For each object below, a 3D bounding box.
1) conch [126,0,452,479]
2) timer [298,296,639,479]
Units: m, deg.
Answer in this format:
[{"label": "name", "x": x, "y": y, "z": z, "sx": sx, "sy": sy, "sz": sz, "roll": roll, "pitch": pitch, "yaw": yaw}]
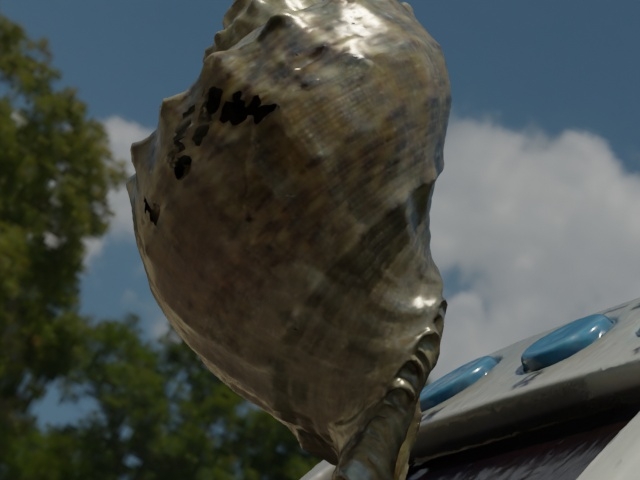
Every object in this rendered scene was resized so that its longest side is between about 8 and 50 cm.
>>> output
[{"label": "conch", "x": 0.000, "y": 0.000, "z": 0.553, "sx": 0.130, "sy": 0.207, "sz": 0.155, "roll": -19, "pitch": -14, "yaw": 2}, {"label": "timer", "x": 0.069, "y": 0.106, "z": 0.546, "sx": 0.262, "sy": 0.237, "sz": 0.087, "roll": -27, "pitch": -82, "yaw": 50}]
